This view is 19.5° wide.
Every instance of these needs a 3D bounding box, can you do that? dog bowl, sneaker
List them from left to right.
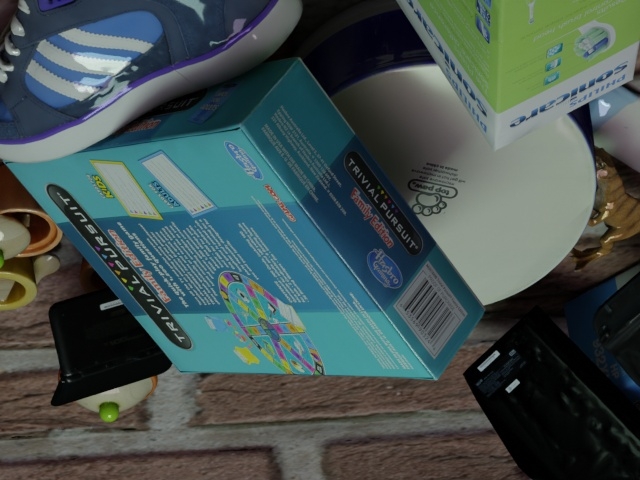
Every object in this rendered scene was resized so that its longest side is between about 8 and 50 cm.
[{"bbox_3d":[-0.195,-0.196,1.351,0.323,0.130,0.236,-17,131,35],"label":"sneaker"},{"bbox_3d":[0.091,-0.069,1.516,0.265,0.104,0.265,0,131,0],"label":"dog bowl"}]

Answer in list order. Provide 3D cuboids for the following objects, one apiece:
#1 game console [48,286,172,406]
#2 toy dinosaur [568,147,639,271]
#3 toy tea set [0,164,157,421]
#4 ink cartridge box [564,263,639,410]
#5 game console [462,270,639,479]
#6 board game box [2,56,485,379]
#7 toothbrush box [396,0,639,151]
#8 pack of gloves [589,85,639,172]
[{"bbox_3d":[-0.191,0.090,1.693,0.122,0.107,0.071,-17,-168,-26],"label":"game console"},{"bbox_3d":[0.275,-0.019,1.685,0.112,0.064,0.211,-27,151,23],"label":"toy dinosaur"},{"bbox_3d":[-0.222,0.063,1.711,0.200,0.124,0.336,-27,141,29],"label":"toy tea set"},{"bbox_3d":[0.434,0.085,1.839,0.223,0.129,0.307,27,135,-37],"label":"ink cartridge box"},{"bbox_3d":[0.304,0.115,1.753,0.213,0.044,0.361,47,125,4],"label":"game console"},{"bbox_3d":[-0.068,-0.007,1.460,0.336,0.079,0.254,-3,131,52],"label":"board game box"},{"bbox_3d":[0.112,-0.222,1.197,0.122,0.206,0.283,-27,156,-9],"label":"toothbrush box"},{"bbox_3d":[0.197,-0.075,1.639,0.232,0.046,0.195,22,137,-35],"label":"pack of gloves"}]
